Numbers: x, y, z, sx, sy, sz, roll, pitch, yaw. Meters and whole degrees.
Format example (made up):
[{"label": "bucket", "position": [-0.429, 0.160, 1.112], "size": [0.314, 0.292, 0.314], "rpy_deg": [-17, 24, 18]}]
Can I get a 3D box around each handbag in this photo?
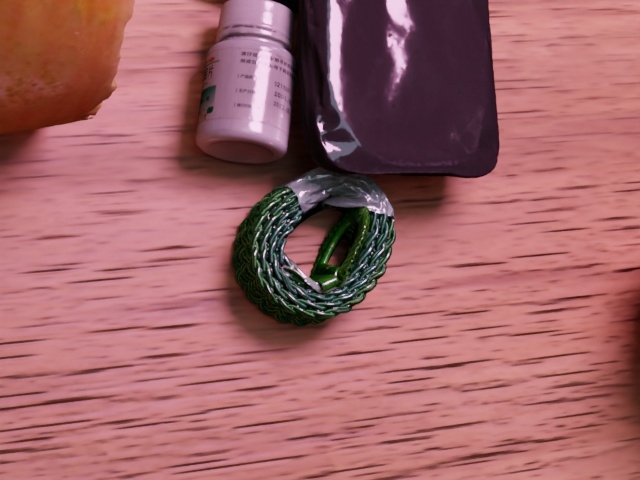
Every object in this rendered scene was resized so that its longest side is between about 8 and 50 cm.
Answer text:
[{"label": "handbag", "position": [0.061, -0.214, 1.428], "size": [0.192, 0.075, 0.332], "rpy_deg": [0, 78, -26]}]

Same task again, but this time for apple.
[{"label": "apple", "position": [-0.273, -0.226, 1.211], "size": [0.314, 0.309, 0.252], "rpy_deg": [29, 70, -12]}]

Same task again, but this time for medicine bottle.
[{"label": "medicine bottle", "position": [-0.062, -0.138, 1.401], "size": [0.080, 0.080, 0.130], "rpy_deg": [11, 74, -20]}]

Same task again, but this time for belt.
[{"label": "belt", "position": [0.000, 0.000, 1.397], "size": [0.121, 0.079, 0.151], "rpy_deg": [44, 66, -8]}]

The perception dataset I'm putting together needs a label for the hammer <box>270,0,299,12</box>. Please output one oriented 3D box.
[{"label": "hammer", "position": [0.021, -0.221, 1.476], "size": [0.290, 0.037, 0.137], "rpy_deg": [13, 75, -19]}]
